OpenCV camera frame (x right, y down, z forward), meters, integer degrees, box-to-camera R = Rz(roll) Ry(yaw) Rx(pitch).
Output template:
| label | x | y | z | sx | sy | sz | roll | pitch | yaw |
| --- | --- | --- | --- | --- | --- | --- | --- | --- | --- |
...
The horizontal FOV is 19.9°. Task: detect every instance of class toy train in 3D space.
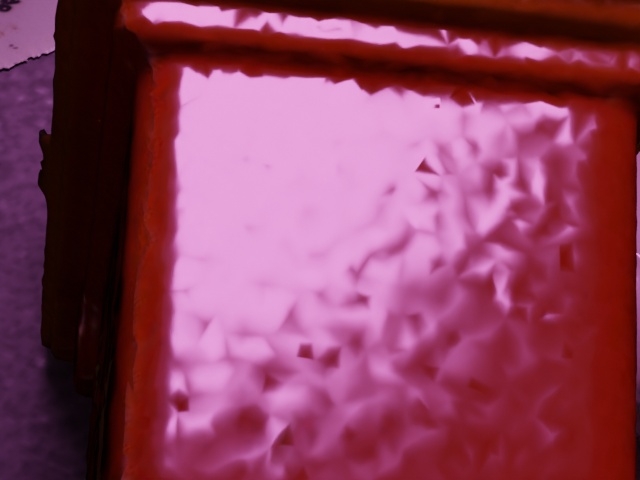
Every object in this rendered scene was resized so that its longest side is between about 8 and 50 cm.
| label | x | y | z | sx | sy | sz | roll | pitch | yaw |
| --- | --- | --- | --- | --- | --- | --- | --- | --- | --- |
| toy train | 0.000 | 0.000 | 0.510 | 0.163 | 0.369 | 0.231 | 7 | 68 | -7 |

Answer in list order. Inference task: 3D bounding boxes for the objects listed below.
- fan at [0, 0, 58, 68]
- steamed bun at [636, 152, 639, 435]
| label | x | y | z | sx | sy | sz | roll | pitch | yaw |
| --- | --- | --- | --- | --- | --- | --- | --- | --- | --- |
| fan | -0.249 | -0.148 | 0.829 | 0.329 | 0.009 | 0.190 | 8 | 50 | -3 |
| steamed bun | 0.154 | 0.007 | 0.674 | 0.183 | 0.106 | 0.183 | 4 | 53 | -6 |
